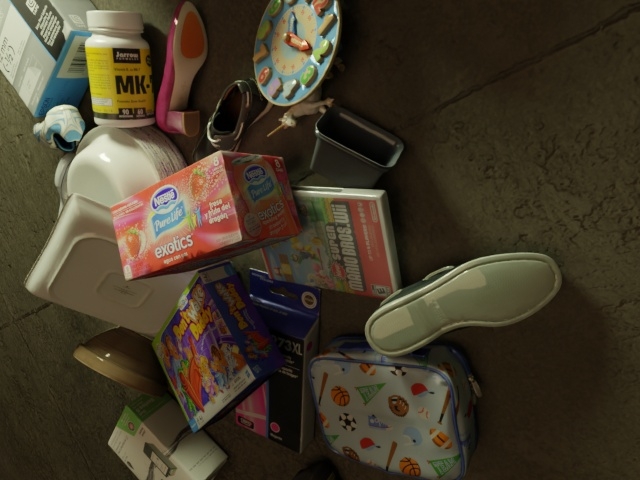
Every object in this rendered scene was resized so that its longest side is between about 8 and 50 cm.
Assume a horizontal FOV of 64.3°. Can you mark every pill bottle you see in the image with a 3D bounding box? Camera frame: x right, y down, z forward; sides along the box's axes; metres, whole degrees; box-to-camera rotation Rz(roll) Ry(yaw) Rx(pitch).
[{"bbox_3d":[-0.393,-0.335,1.000,0.119,0.119,0.208,13,114,27],"label":"pill bottle"}]

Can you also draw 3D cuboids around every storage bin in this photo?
[{"bbox_3d":[0.051,-0.139,0.818,0.135,0.098,0.091,29,139,2],"label":"storage bin"}]

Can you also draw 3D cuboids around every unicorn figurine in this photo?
[{"bbox_3d":[-0.016,-0.243,0.847,0.111,0.060,0.162,17,101,36],"label":"unicorn figurine"}]

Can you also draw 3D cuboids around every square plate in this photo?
[{"bbox_3d":[-0.417,0.088,1.087,0.347,0.049,0.344,27,130,-26],"label":"square plate"}]

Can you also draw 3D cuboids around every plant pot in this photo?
[{"bbox_3d":[-0.462,0.280,1.239,0.237,0.237,0.109,21,74,24],"label":"plant pot"}]

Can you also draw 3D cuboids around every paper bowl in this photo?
[{"bbox_3d":[-0.420,-0.103,1.085,0.284,0.148,0.284,12,114,29],"label":"paper bowl"}]

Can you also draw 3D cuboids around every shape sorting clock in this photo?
[{"bbox_3d":[-0.044,-0.317,0.808,0.206,0.040,0.206,-5,82,42],"label":"shape sorting clock"}]

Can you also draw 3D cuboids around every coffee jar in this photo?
[{"bbox_3d":[0.020,0.571,1.097,0.096,0.079,0.184,-38,86,37],"label":"coffee jar"}]

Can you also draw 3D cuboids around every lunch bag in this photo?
[{"bbox_3d":[0.131,0.285,0.909,0.303,0.115,0.243,-4,102,33],"label":"lunch bag"}]

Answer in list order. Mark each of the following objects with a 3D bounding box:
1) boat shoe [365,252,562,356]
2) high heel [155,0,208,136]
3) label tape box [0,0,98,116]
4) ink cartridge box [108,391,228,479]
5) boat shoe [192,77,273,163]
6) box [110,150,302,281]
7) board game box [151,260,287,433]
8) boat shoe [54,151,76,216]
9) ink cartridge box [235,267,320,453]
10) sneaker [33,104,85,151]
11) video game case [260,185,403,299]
[{"bbox_3d":[0.212,0.088,0.797,0.302,0.091,0.114,-19,96,17],"label":"boat shoe"},{"bbox_3d":[-0.278,-0.324,0.970,0.117,0.082,0.244,22,122,34],"label":"high heel"},{"bbox_3d":[-0.627,-0.481,1.096,0.347,0.115,0.249,51,125,4],"label":"label tape box"},{"bbox_3d":[-0.399,0.544,1.321,0.273,0.115,0.198,41,123,13],"label":"ink cartridge box"},{"bbox_3d":[-0.182,-0.211,0.943,0.233,0.079,0.084,-40,85,37],"label":"boat shoe"},{"bbox_3d":[-0.202,-0.035,0.877,0.300,0.154,0.142,-18,84,35],"label":"box"},{"bbox_3d":[-0.230,0.235,1.069,0.233,0.078,0.347,58,136,17],"label":"board game box"},{"bbox_3d":[-0.581,-0.108,1.232,0.076,0.083,0.226,29,132,6],"label":"boat shoe"},{"bbox_3d":[-0.094,0.254,1.067,0.176,0.069,0.371,14,112,27],"label":"ink cartridge box"},{"bbox_3d":[-0.588,-0.233,1.145,0.237,0.085,0.086,-7,92,55],"label":"sneaker"},{"bbox_3d":[0.000,0.000,0.900,0.285,0.025,0.204,7,125,34],"label":"video game case"}]
